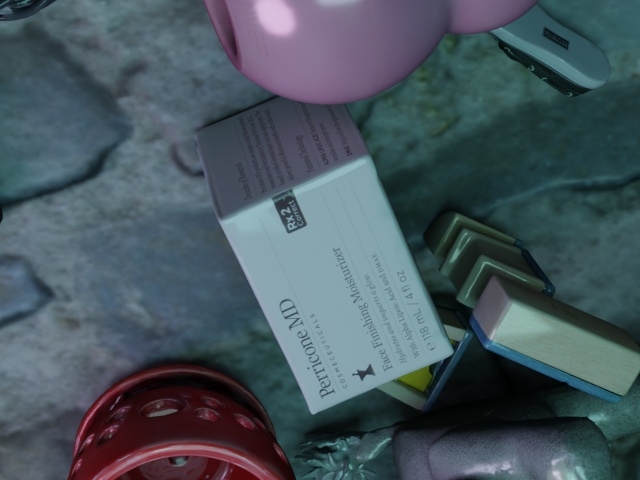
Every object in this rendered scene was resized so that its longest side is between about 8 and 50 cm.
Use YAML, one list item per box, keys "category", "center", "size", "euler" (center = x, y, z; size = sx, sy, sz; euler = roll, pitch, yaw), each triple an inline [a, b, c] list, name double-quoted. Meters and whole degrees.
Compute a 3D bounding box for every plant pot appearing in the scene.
- category: "plant pot"
  center: [-0.114, 0.201, 1.516]
  size: [0.191, 0.174, 0.191]
  euler: [-4, 115, -8]

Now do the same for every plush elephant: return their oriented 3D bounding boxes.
- category: "plush elephant"
  center: [0.148, 0.262, 1.531]
  size: [0.330, 0.272, 0.255]
  euler: [-12, 93, 25]

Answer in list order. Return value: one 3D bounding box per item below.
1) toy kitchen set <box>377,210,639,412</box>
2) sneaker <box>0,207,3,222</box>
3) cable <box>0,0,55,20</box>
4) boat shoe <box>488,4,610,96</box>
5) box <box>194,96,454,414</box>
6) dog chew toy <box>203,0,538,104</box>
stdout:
- category: "toy kitchen set"
  center: [0.133, 0.095, 1.488]
  size: [0.122, 0.207, 0.166]
  euler: [23, 106, -18]
- category: "sneaker"
  center: [-0.320, -0.074, 1.415]
  size: [0.106, 0.078, 0.234]
  euler: [-33, 119, 3]
- category: "cable"
  center: [-0.230, -0.233, 1.378]
  size: [0.184, 0.047, 0.150]
  euler: [-33, 120, 4]
- category: "boat shoe"
  center: [0.158, -0.155, 1.472]
  size: [0.142, 0.049, 0.040]
  euler: [33, 144, -16]
- category: "box"
  center: [0.000, 0.000, 1.440]
  size: [0.119, 0.182, 0.181]
  euler: [-24, 116, 1]
- category: "dog chew toy"
  center: [0.078, -0.226, 1.350]
  size: [0.332, 0.206, 0.206]
  euler: [-21, 116, -9]
